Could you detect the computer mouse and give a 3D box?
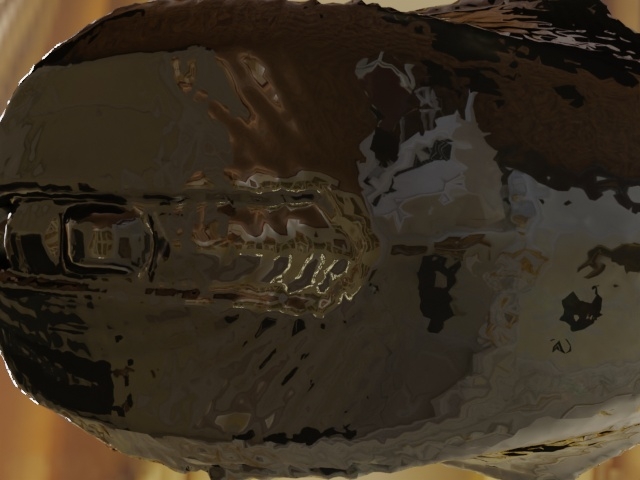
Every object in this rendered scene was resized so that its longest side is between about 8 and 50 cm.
[{"bbox_3d":[0.000,0.000,0.377,0.172,0.099,0.057,1,-175,21],"label":"computer mouse"}]
